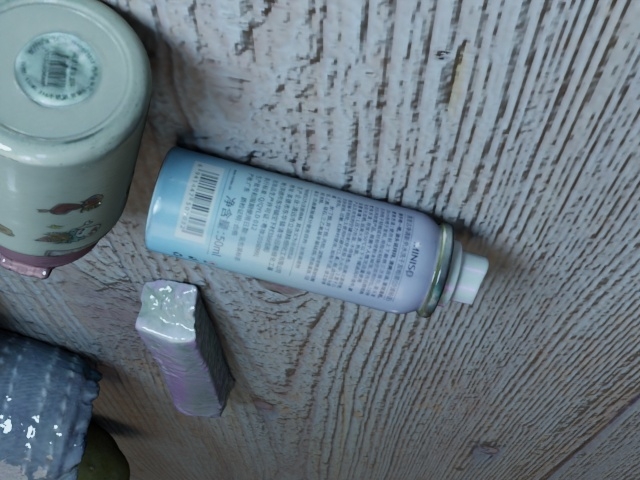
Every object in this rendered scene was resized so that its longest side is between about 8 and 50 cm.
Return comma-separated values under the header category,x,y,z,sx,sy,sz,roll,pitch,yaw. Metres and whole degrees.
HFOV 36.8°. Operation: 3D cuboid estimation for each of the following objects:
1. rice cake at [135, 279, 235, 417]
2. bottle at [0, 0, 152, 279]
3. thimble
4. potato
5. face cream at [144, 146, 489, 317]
category,x,y,z,sx,sy,sz,roll,pitch,yaw
rice cake,-0.143,0.132,1.057,0.072,0.056,0.365,10,157,3
bottle,-0.170,-0.050,0.596,0.110,0.110,0.233,18,157,-9
thimble,-0.375,0.230,1.211,0.172,0.205,0.236,18,155,-13
potato,-0.438,0.374,1.641,0.235,0.160,0.178,23,120,12
face cream,0.000,0.000,0.657,0.229,0.075,0.075,16,157,-3
